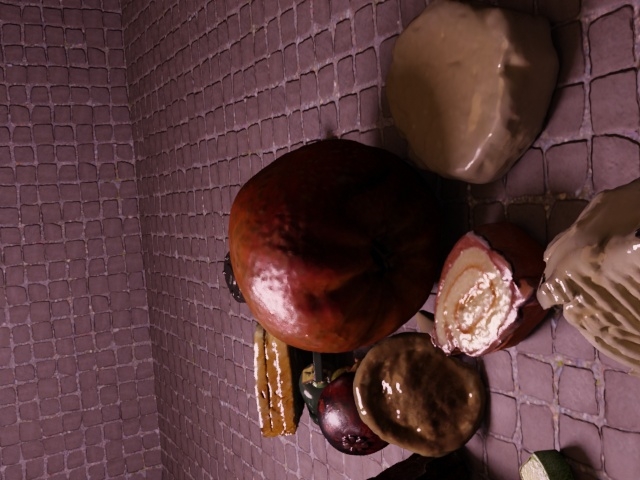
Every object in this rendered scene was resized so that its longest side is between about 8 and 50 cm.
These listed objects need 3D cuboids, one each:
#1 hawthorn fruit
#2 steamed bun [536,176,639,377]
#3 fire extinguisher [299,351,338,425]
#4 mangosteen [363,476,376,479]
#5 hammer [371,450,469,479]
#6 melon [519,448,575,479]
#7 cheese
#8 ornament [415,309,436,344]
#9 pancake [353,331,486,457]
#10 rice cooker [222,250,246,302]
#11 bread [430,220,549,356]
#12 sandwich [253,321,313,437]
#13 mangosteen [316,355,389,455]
[{"bbox_3d":[0.000,0.000,1.231,0.403,0.403,0.402,18,111,58],"label":"hawthorn fruit"},{"bbox_3d":[0.435,0.009,0.666,0.394,0.237,0.346,14,134,28],"label":"steamed bun"},{"bbox_3d":[0.006,0.329,1.482,0.311,0.095,0.114,80,-171,-64],"label":"fire extinguisher"},{"bbox_3d":[0.106,0.591,1.310,0.236,0.261,0.235,0,90,49],"label":"mangosteen"},{"bbox_3d":[0.224,0.450,1.080,0.409,0.243,0.095,-6,104,62],"label":"hammer"},{"bbox_3d":[0.351,0.434,1.063,0.118,0.064,0.209,53,140,41],"label":"melon"},{"bbox_3d":[0.234,-0.253,1.085,0.326,0.115,0.318,-47,56,51],"label":"cheese"},{"bbox_3d":[0.201,0.259,1.286,0.245,0.061,0.230,-47,54,56],"label":"ornament"},{"bbox_3d":[0.177,0.278,1.198,0.236,0.222,0.042,55,-176,1],"label":"pancake"},{"bbox_3d":[-0.203,0.101,1.898,0.203,0.118,0.142,51,137,48],"label":"rice cooker"},{"bbox_3d":[0.270,0.086,1.075,0.190,0.123,0.244,63,144,34],"label":"bread"},{"bbox_3d":[-0.081,0.287,1.602,0.301,0.099,0.271,-33,-58,-79],"label":"sandwich"},{"bbox_3d":[0.079,0.321,1.321,0.200,0.200,0.199,18,111,58],"label":"mangosteen"}]
